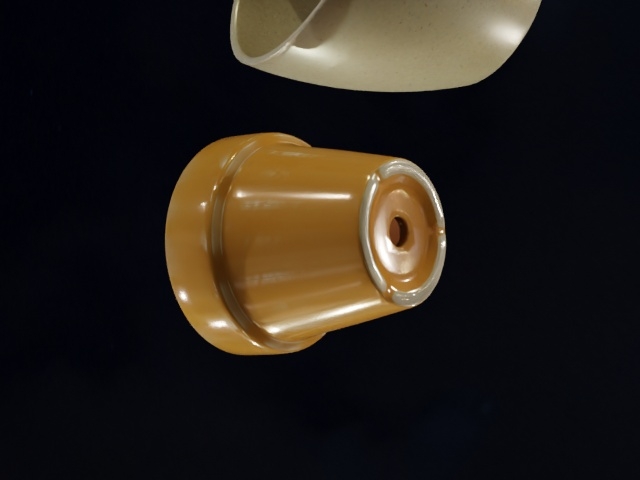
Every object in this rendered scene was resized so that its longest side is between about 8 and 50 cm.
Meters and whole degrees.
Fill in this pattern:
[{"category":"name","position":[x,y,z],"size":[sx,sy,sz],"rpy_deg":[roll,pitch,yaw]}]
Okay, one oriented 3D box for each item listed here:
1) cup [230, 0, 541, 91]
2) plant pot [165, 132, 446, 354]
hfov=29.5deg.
[{"category":"cup","position":[0.090,-0.286,1.258],"size":[0.237,0.331,0.331],"rpy_deg":[23,-78,-24]},{"category":"plant pot","position":[0.000,0.000,1.083],"size":[0.205,0.188,0.205],"rpy_deg":[6,-97,-51]}]
